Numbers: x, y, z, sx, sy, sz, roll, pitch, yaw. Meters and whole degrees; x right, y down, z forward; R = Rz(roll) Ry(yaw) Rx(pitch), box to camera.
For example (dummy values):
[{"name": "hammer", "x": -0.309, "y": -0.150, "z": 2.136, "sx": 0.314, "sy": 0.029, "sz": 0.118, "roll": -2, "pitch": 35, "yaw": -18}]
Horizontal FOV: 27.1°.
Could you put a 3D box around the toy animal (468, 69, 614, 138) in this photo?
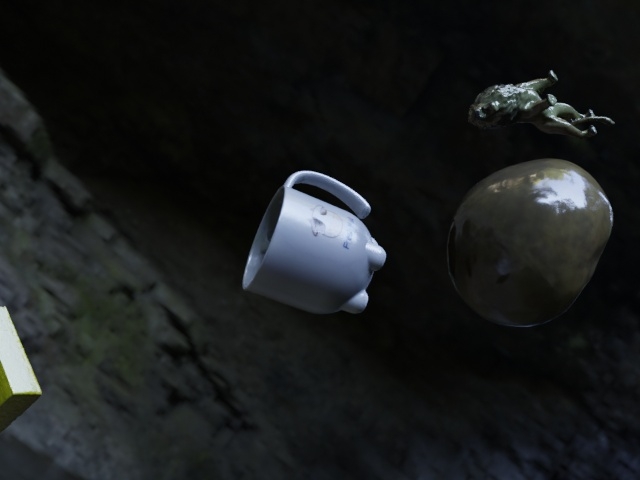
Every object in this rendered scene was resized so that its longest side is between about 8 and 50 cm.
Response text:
[{"name": "toy animal", "x": 0.283, "y": -0.166, "z": 1.650, "sx": 0.220, "sy": 0.069, "sz": 0.086, "roll": 8, "pitch": -37, "yaw": -26}]

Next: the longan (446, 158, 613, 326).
[{"name": "longan", "x": 0.218, "y": 0.000, "z": 1.391, "sx": 0.167, "sy": 0.187, "sz": 0.167, "roll": 53, "pitch": -8, "yaw": 11}]

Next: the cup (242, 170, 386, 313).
[{"name": "cup", "x": -0.005, "y": 0.012, "z": 1.617, "sx": 0.142, "sy": 0.134, "sz": 0.173, "roll": 20, "pitch": 23, "yaw": -11}]

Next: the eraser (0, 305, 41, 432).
[{"name": "eraser", "x": -0.383, "y": 0.150, "z": 1.537, "sx": 0.045, "sy": 0.097, "sz": 0.122, "roll": 2, "pitch": 53, "yaw": -50}]
